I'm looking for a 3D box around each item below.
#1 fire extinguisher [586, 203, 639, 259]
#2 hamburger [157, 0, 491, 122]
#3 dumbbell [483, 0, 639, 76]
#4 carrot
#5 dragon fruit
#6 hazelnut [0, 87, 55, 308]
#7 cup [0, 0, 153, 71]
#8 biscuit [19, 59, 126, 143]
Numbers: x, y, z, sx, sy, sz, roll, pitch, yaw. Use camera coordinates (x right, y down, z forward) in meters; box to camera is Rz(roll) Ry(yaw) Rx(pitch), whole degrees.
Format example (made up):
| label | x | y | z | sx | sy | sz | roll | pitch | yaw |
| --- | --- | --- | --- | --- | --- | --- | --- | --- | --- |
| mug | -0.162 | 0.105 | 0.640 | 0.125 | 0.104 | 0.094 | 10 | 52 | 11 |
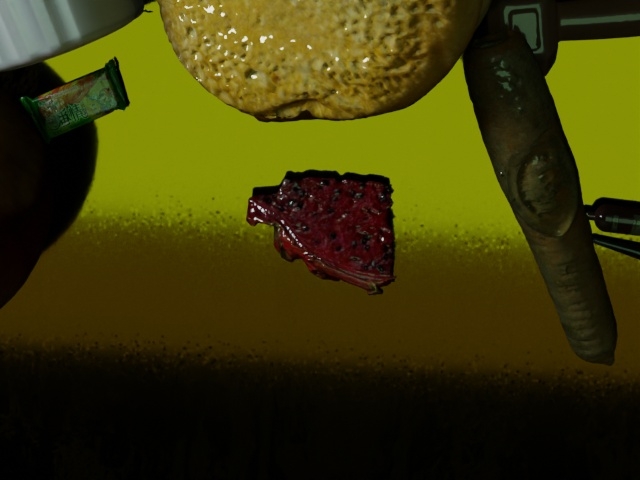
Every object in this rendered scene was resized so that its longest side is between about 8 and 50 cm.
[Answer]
| label | x | y | z | sx | sy | sz | roll | pitch | yaw |
| --- | --- | --- | --- | --- | --- | --- | --- | --- | --- |
| fire extinguisher | 0.258 | -0.008 | 1.499 | 0.100 | 0.032 | 0.046 | 6 | 138 | 1 |
| hamburger | -0.002 | -0.251 | 1.348 | 0.290 | 0.170 | 0.314 | 9 | 121 | 18 |
| dumbbell | 0.249 | -0.183 | 1.425 | 0.231 | 0.082 | 0.092 | -4 | 105 | 3 |
| carrot | 0.190 | -0.019 | 1.437 | 0.070 | 0.070 | 0.342 | -20 | 120 | 7 |
| dragon fruit | 0.001 | 0.001 | 1.506 | 0.131 | 0.063 | 0.097 | 4 | 72 | 2 |
| hazelnut | -0.339 | -0.041 | 1.439 | 0.251 | 0.217 | 0.217 | 32 | 103 | 5 |
| cup | -0.233 | -0.245 | 1.367 | 0.167 | 0.221 | 0.202 | -23 | 106 | -11 |
| biscuit | -0.208 | -0.117 | 1.496 | 0.089 | 0.016 | 0.046 | -22 | 102 | 8 |
